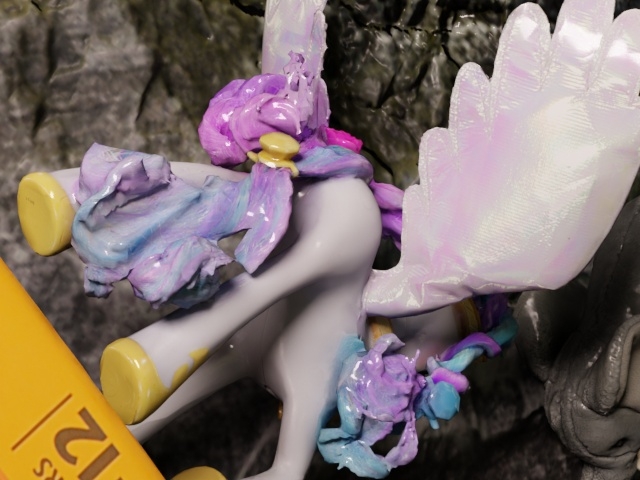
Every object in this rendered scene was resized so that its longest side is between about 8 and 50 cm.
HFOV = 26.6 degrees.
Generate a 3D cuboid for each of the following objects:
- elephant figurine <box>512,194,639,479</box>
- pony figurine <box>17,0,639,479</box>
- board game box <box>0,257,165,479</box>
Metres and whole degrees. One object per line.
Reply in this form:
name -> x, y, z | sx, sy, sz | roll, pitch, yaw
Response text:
elephant figurine -> 0.229, 0.090, 1.023 | 0.239, 0.169, 0.186 | -42, 79, -17
pony figurine -> 0.000, 0.000, 0.815 | 0.363, 0.303, 0.351 | -18, 126, -40
board game box -> -0.278, 0.178, 0.491 | 0.356, 0.356, 0.356 | -43, 108, -33
